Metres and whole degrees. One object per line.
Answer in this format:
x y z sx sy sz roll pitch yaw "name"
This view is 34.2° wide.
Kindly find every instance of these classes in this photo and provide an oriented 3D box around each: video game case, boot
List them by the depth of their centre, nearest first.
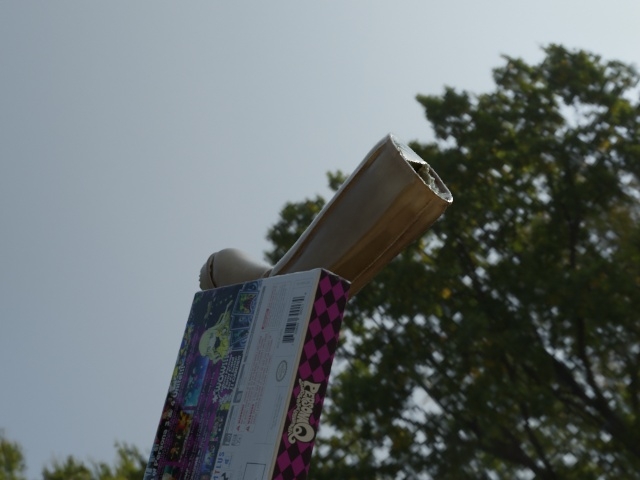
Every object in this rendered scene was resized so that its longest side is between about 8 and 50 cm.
-0.073 0.147 0.904 0.042 0.210 0.232 25 -113 -31 "video game case"
0.000 0.000 1.061 0.089 0.236 0.269 29 -70 -34 "boot"
